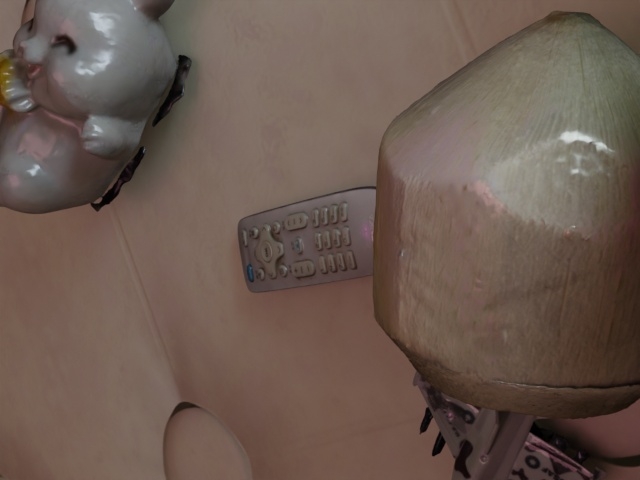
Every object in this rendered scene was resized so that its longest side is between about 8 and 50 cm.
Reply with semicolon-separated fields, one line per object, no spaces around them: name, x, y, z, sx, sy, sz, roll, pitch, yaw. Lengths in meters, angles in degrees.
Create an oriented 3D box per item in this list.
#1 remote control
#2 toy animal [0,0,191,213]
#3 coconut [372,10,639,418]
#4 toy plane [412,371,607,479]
remote control;0.000;0.000;0.842;0.229;0.044;0.073;-13;88;53
toy animal;-0.230;-0.165;0.948;0.325;0.154;0.208;-63;34;9
coconut;0.138;-0.018;0.591;0.224;0.224;0.234;15;104;41
toy plane;0.130;0.164;0.744;0.160;0.082;0.234;32;136;22
